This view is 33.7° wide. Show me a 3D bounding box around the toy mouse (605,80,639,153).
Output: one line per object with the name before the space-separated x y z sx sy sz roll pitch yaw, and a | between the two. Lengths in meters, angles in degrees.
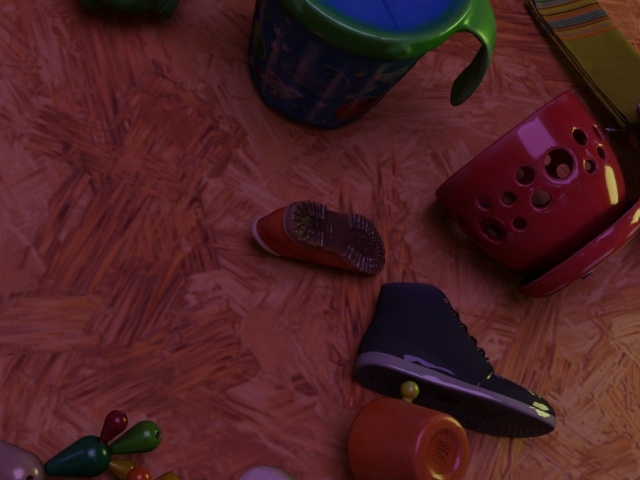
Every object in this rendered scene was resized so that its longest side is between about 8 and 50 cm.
toy mouse | 0.450 -0.164 1.403 0.161 0.031 0.143 21 59 -7

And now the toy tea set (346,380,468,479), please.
toy tea set | 0.036 0.292 0.989 0.336 0.124 0.200 -36 109 -34

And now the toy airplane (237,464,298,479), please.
toy airplane | -0.136 0.375 0.654 0.272 0.384 0.386 28 41 -47

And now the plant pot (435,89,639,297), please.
plant pot | 0.253 -0.046 1.182 0.191 0.191 0.174 -37 88 -31

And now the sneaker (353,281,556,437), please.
sneaker | 0.153 0.122 1.115 0.222 0.083 0.118 22 58 -6

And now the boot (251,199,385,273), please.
boot | 0.000 0.000 1.140 0.158 0.084 0.059 24 64 -40

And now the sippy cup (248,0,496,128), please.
sippy cup | 0.022 -0.249 1.180 0.240 0.224 0.305 -30 77 -31

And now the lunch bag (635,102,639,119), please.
lunch bag | 0.515 -0.102 1.290 0.287 0.169 0.235 -27 93 -31

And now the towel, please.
towel | 0.375 -0.250 1.404 0.102 0.021 0.237 -20 63 -21

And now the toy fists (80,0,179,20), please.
toy fists | -0.226 -0.378 1.238 0.142 0.096 0.279 18 57 -22

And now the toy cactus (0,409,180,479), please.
toy cactus | -0.235 0.228 0.919 0.180 0.112 0.219 29 67 9
